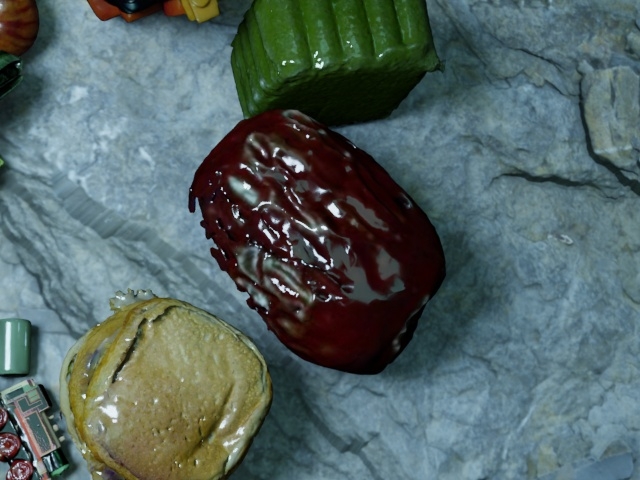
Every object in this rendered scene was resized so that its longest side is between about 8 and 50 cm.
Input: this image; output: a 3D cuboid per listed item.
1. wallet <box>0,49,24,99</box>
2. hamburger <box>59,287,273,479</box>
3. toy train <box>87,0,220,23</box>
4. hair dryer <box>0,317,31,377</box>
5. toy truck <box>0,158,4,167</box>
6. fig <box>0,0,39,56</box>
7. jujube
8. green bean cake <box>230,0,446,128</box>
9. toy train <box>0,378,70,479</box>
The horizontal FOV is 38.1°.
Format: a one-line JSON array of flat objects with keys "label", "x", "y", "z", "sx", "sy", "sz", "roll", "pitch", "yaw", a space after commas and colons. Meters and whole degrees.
[{"label": "wallet", "x": -0.519, "y": -0.210, "z": 1.177, "sx": 0.236, "sy": 0.055, "sz": 0.160, "roll": 14, "pitch": 38, "yaw": 13}, {"label": "hamburger", "x": -0.191, "y": 0.177, "z": 1.129, "sx": 0.245, "sy": 0.211, "sz": 0.261, "roll": -19, "pitch": 86, "yaw": -27}, {"label": "toy train", "x": -0.220, "y": -0.382, "z": 1.240, "sx": 0.231, "sy": 0.369, "sz": 0.163, "roll": -24, "pitch": 114, "yaw": -2}, {"label": "hair dryer", "x": -0.441, "y": 0.136, "z": 1.164, "sx": 0.150, "sy": 0.047, "sz": 0.071, "roll": 0, "pitch": 75, "yaw": -9}, {"label": "toy truck", "x": -0.530, "y": -0.058, "z": 1.146, "sx": 0.128, "sy": 0.135, "sz": 0.259, "roll": 42, "pitch": 71, "yaw": 0}, {"label": "fig", "x": -0.446, "y": -0.318, "z": 1.260, "sx": 0.128, "sy": 0.128, "sz": 0.150, "roll": -6, "pitch": 49, "yaw": -17}, {"label": "jujube", "x": 0.000, "y": 0.000, "z": 1.220, "sx": 0.258, "sy": 0.258, "sz": 0.377, "roll": -41, "pitch": 92, "yaw": -22}, {"label": "green bean cake", "x": 0.012, "y": -0.260, "z": 1.293, "sx": 0.247, "sy": 0.250, "sz": 0.156, "roll": -9, "pitch": 77, "yaw": -17}, {"label": "toy train", "x": -0.363, "y": 0.244, "z": 1.148, "sx": 0.087, "sy": 0.050, "sz": 0.138, "roll": -25, "pitch": 82, "yaw": -24}]
